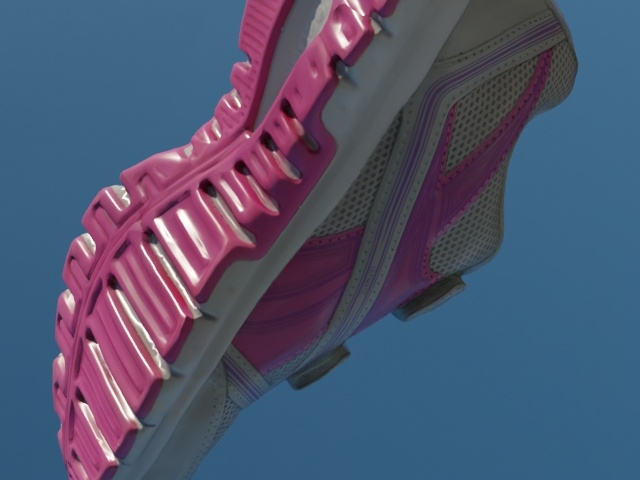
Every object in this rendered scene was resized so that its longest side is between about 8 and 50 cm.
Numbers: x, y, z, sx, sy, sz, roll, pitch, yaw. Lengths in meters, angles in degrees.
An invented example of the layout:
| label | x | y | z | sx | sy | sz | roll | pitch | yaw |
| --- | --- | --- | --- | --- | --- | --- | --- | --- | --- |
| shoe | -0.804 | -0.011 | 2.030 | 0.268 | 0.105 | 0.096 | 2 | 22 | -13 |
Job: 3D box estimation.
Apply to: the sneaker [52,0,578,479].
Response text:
| label | x | y | z | sx | sy | sz | roll | pitch | yaw |
| --- | --- | --- | --- | --- | --- | --- | --- | --- | --- |
| sneaker | 0.000 | 0.000 | 0.586 | 0.111 | 0.252 | 0.103 | 22 | -154 | -33 |
